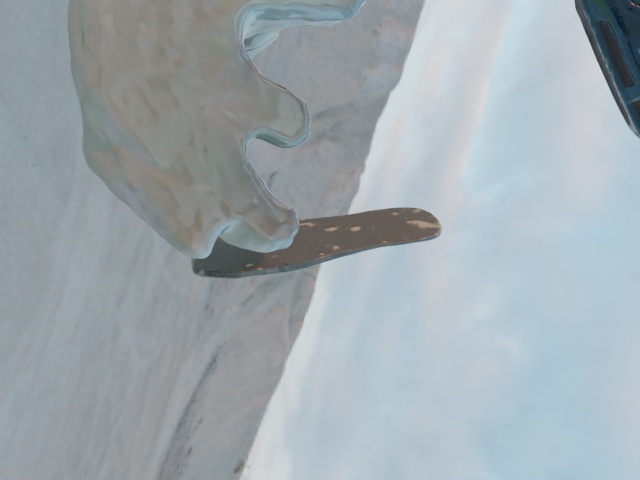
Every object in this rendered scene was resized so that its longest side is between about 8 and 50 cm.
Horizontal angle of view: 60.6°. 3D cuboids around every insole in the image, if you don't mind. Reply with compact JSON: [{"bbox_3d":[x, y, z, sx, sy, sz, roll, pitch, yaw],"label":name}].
[{"bbox_3d":[0.000,0.000,0.531,0.081,0.247,0.011,-117,-158,-54],"label":"insole"}]

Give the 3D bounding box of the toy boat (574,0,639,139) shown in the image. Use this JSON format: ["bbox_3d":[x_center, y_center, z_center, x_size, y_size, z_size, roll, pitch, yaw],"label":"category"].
[{"bbox_3d":[0.409,-0.236,0.654,0.134,0.299,0.092,-26,177,26],"label":"toy boat"}]

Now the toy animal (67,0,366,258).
[{"bbox_3d":[-0.093,-0.145,0.477,0.188,0.266,0.308,-6,-69,62],"label":"toy animal"}]
